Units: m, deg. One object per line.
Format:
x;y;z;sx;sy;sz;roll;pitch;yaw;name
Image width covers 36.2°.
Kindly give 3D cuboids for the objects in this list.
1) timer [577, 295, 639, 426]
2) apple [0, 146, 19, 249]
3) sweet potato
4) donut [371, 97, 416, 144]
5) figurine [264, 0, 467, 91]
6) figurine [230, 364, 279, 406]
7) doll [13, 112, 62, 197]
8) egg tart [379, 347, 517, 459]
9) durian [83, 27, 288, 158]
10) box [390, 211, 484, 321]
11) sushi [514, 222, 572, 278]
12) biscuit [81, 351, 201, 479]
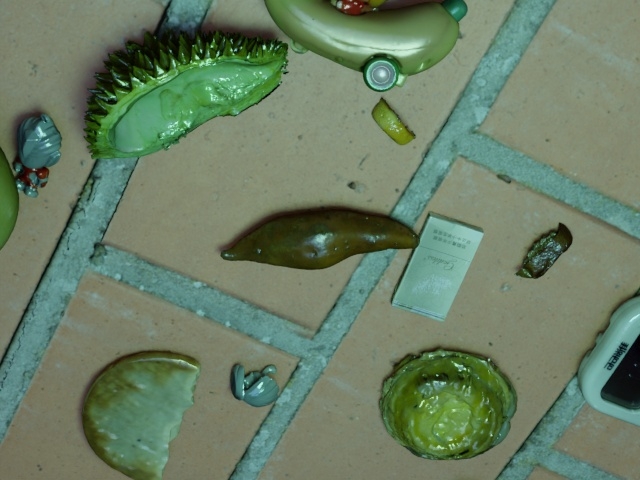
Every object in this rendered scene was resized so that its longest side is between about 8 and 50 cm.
0.632;0.229;1.871;0.237;0.087;0.262;22;113;-11;timer
-0.647;-0.076;1.617;0.292;0.254;0.291;-1;118;-2;apple
-0.005;-0.001;1.744;0.359;0.112;0.112;-8;115;6;sweet potato
0.126;-0.199;1.693;0.038;0.067;0.083;-41;141;10;donut
0.066;-0.374;1.559;0.325;0.124;0.222;21;113;-6;figurine
-0.128;0.285;1.904;0.086;0.082;0.094;-1;127;-19;figurine
-0.491;-0.150;1.688;0.094;0.079;0.180;35;126;9;doll
0.252;0.336;1.915;0.279;0.095;0.278;-1;117;-1;egg tart
-0.232;-0.239;1.600;0.395;0.163;0.198;-21;118;8;durian
0.214;0.050;1.813;0.109;0.029;0.198;18;113;-9;box
0.408;0.024;1.789;0.055;0.052;0.120;39;113;2;sushi
-0.364;0.337;1.936;0.205;0.040;0.308;18;114;-9;biscuit
